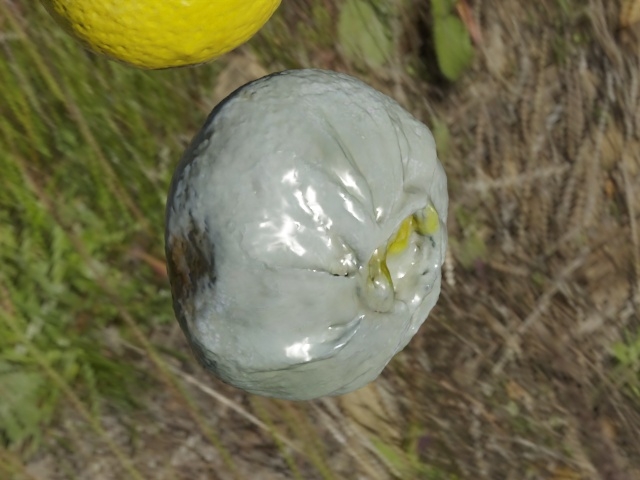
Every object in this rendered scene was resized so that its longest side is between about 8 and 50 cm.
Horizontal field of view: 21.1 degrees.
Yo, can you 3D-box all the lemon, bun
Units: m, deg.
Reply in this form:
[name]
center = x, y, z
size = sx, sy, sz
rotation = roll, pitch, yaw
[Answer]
[lemon]
center = -0.178, -0.348, 1.855
size = 0.336, 0.336, 0.336
rotation = -4, 77, 17
[bun]
center = 0.000, 0.000, 1.740
size = 0.211, 0.362, 0.362
rotation = 23, 85, 41
